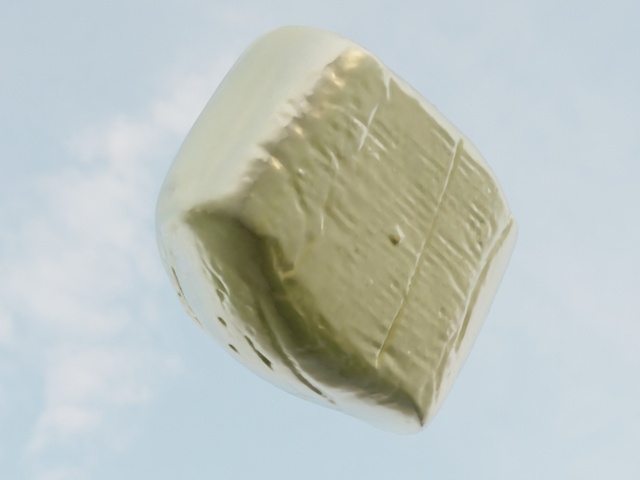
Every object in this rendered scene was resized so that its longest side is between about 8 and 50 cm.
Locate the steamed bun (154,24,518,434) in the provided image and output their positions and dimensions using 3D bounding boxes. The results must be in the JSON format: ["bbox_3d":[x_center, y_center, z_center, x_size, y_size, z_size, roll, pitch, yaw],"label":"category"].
[{"bbox_3d":[0.000,0.000,0.906,0.250,0.155,0.200,44,-120,-33],"label":"steamed bun"}]
